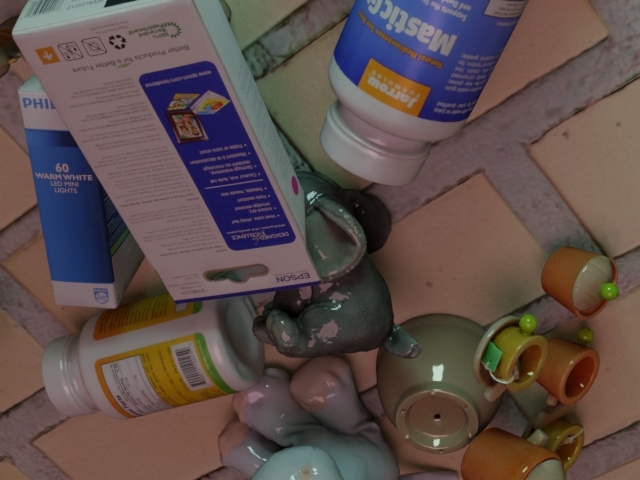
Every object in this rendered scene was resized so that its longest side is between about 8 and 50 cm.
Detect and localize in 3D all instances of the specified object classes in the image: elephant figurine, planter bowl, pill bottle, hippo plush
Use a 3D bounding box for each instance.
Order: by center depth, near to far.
[{"bbox_3d":[0.097,-0.193,1.094,0.152,0.152,0.272,22,121,-4],"label":"pill bottle"},{"bbox_3d":[0.000,0.000,1.235,0.186,0.169,0.239,-4,107,-21],"label":"elephant figurine"},{"bbox_3d":[0.142,0.184,1.335,0.162,0.109,0.162,4,121,6],"label":"planter bowl"},{"bbox_3d":[-0.204,0.138,1.349,0.246,0.136,0.136,-16,117,18],"label":"pill bottle"},{"bbox_3d":[-0.014,0.316,1.363,0.234,0.236,0.294,-32,111,24],"label":"hippo plush"}]

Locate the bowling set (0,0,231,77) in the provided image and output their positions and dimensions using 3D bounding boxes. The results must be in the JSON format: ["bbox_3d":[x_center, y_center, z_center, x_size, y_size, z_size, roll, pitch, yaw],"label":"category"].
[{"bbox_3d":[-0.244,-0.261,1.109,0.287,0.154,0.199,-6,119,13],"label":"bowling set"}]

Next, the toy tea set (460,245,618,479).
[{"bbox_3d":[0.268,0.174,1.253,0.124,0.200,0.336,30,130,42],"label":"toy tea set"}]

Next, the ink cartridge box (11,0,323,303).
[{"bbox_3d":[-0.131,-0.086,1.092,0.176,0.069,0.371,-8,132,17],"label":"ink cartridge box"}]

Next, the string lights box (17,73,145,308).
[{"bbox_3d":[-0.254,-0.070,1.236,0.077,0.133,0.259,3,120,9],"label":"string lights box"}]
